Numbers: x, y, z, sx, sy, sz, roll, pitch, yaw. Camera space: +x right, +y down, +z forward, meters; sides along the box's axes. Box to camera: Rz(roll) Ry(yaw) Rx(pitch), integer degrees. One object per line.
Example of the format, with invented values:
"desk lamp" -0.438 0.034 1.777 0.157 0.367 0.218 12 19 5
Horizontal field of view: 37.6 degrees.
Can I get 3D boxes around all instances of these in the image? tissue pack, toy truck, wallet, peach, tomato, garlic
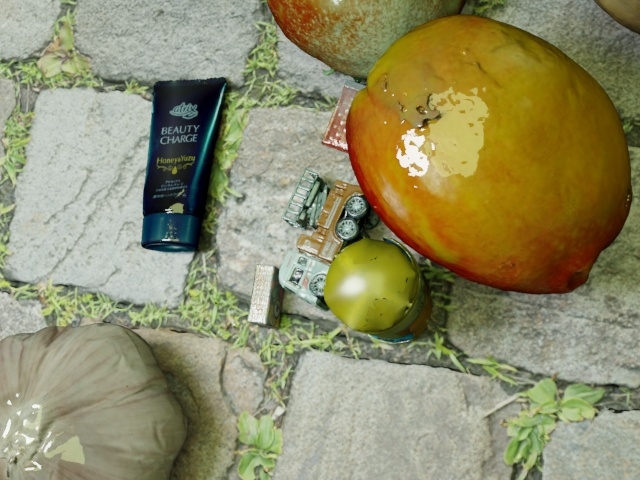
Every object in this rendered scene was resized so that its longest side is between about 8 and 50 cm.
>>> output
"tissue pack" -0.075 0.079 1.313 0.035 0.063 0.083 4 78 16
"toy truck" 0.000 0.000 1.305 0.115 0.080 0.177 21 83 20
"wallet" 0.107 -0.154 1.344 0.197 0.020 0.103 20 83 15
"peach" 0.213 -0.103 1.152 0.373 0.373 0.290 43 105 16
"tomato" 0.058 -0.382 1.286 0.304 0.239 0.303 -2 76 8
"garlic" -0.325 0.261 1.228 0.318 0.259 0.317 -4 75 15

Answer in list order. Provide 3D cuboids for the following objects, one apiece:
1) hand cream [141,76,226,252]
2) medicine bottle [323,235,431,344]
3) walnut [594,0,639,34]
"hand cream" -0.207 -0.116 1.390 0.120 0.061 0.270 -1 71 17
"medicine bottle" 0.077 0.065 1.193 0.124 0.239 0.124 -2 81 10
"walnut" 0.449 -0.434 1.152 0.381 0.381 0.381 -2 78 11
